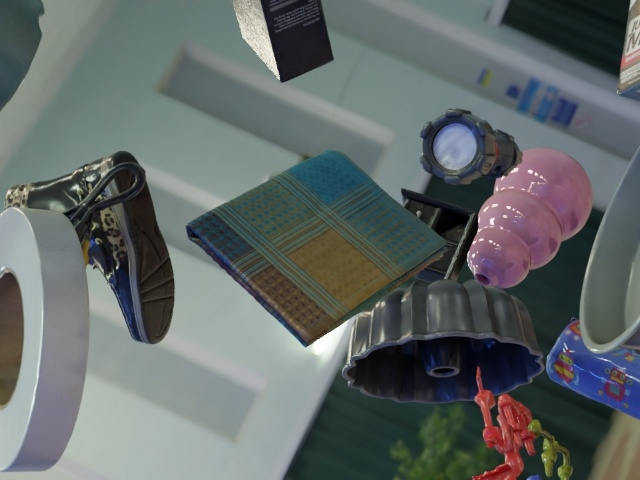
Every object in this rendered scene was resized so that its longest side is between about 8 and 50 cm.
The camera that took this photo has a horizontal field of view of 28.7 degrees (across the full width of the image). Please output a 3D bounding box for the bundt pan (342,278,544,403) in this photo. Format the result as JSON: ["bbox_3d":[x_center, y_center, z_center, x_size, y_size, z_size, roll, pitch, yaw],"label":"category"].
[{"bbox_3d":[0.197,0.159,2.047,0.331,0.330,0.124,99,170,-65],"label":"bundt pan"}]

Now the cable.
[{"bbox_3d":[-0.443,-0.043,2.322,0.287,0.139,0.072,-53,-5,1],"label":"cable"}]

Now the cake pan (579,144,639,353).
[{"bbox_3d":[0.364,-0.009,1.331,0.293,0.054,0.293,-159,90,-86],"label":"cake pan"}]

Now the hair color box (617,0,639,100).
[{"bbox_3d":[0.641,-0.444,2.224,0.185,0.113,0.375,152,130,-74],"label":"hair color box"}]

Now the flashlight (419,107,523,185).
[{"bbox_3d":[0.224,-0.127,1.769,0.103,0.103,0.304,-35,-11,18],"label":"flashlight"}]

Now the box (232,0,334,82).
[{"bbox_3d":[-0.064,-0.344,1.835,0.093,0.156,0.158,-25,-47,-12],"label":"box"}]

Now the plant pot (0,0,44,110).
[{"bbox_3d":[-0.547,-0.295,1.538,0.334,0.341,0.341,35,-104,-39],"label":"plant pot"}]

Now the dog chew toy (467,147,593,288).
[{"bbox_3d":[0.413,-0.035,2.545,0.332,0.206,0.207,-51,-13,-27],"label":"dog chew toy"}]

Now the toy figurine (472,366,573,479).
[{"bbox_3d":[0.177,0.320,1.506,0.362,0.217,0.191,40,-151,-55],"label":"toy figurine"}]

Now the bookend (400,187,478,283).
[{"bbox_3d":[0.200,0.002,2.364,0.072,0.157,0.156,74,-141,-62],"label":"bookend"}]

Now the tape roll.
[{"bbox_3d":[-0.435,0.145,1.835,0.392,0.072,0.392,-14,73,60],"label":"tape roll"}]

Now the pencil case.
[{"bbox_3d":[0.543,0.242,2.163,0.133,0.306,0.119,-7,-65,-48],"label":"pencil case"}]

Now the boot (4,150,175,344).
[{"bbox_3d":[-0.454,0.030,2.456,0.138,0.284,0.377,-35,-67,-65],"label":"boot"}]

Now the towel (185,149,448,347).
[{"bbox_3d":[0.000,0.000,1.946,0.370,0.271,0.040,-31,-23,-45],"label":"towel"}]
